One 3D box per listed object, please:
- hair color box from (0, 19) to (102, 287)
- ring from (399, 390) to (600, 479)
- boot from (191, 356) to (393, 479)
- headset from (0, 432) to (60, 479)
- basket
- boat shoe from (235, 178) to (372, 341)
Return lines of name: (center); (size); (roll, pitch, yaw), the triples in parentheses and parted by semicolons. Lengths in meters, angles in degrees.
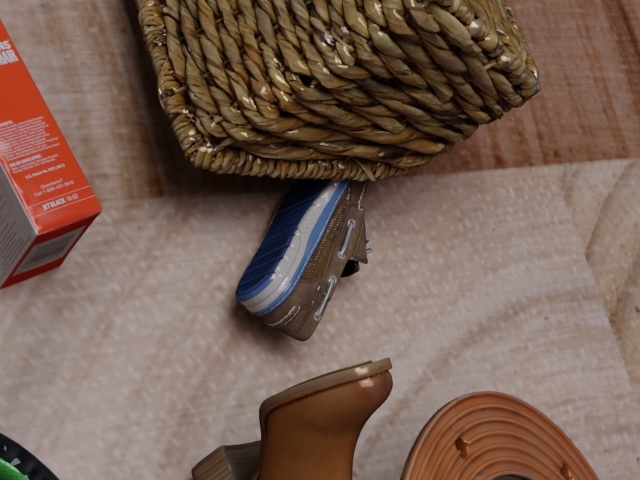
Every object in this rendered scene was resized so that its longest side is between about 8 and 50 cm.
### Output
hair color box: (-0.215, -0.065, 0.876); (0.053, 0.093, 0.167); (-24, 80, -36)
ring: (0.138, 0.264, 0.869); (0.336, 0.032, 0.337); (31, 47, -41)
boot: (0.007, 0.171, 0.819); (0.073, 0.197, 0.152); (-8, 63, -42)
headset: (-0.182, 0.242, 0.679); (0.243, 0.185, 0.394); (-22, 65, -39)
basket: (0.003, -0.184, 1.013); (0.213, 0.223, 0.299); (32, 30, -52)
boat shoe: (0.000, 0.000, 0.986); (0.066, 0.066, 0.183); (48, 50, -20)
